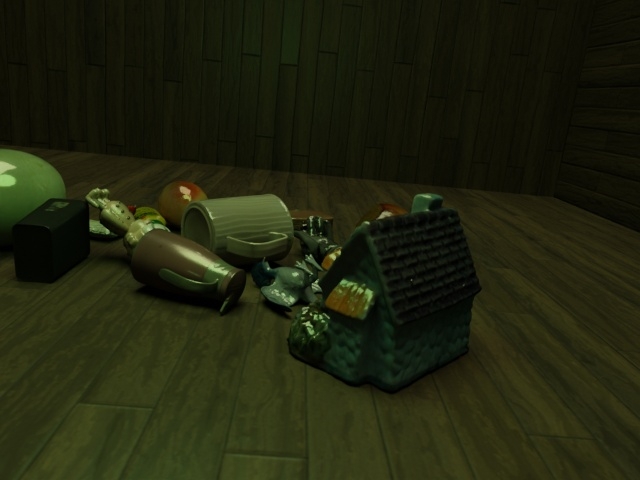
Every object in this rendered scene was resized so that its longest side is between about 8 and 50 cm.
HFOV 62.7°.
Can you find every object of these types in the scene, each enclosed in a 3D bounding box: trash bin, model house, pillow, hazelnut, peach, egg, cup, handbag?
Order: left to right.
[{"bbox_3d":[-0.917,-0.119,1.482,0.279,0.278,0.336,14,15,28],"label":"egg"},{"bbox_3d":[-0.700,-0.002,1.371,0.115,0.165,0.225,5,18,-5],"label":"trash bin"},{"bbox_3d":[-0.753,-0.042,1.698,0.230,0.050,0.128,9,3,3],"label":"pillow"},{"bbox_3d":[-0.482,-0.123,1.876,0.185,0.184,0.184,5,15,-1],"label":"peach"},{"bbox_3d":[-0.226,-0.005,1.526,0.273,0.208,0.288,-8,48,-40],"label":"cup"},{"bbox_3d":[-0.058,-0.072,2.036,0.194,0.072,0.151,-3,17,-26],"label":"handbag"},{"bbox_3d":[0.133,0.071,1.086,0.360,0.338,0.298,-9,23,-43],"label":"model house"},{"bbox_3d":[0.218,-0.018,1.775,0.210,0.209,0.186,-8,-3,-41],"label":"hazelnut"}]

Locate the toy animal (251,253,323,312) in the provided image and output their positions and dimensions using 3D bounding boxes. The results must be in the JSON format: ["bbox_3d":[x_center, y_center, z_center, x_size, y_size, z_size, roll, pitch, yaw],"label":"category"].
[{"bbox_3d":[-0.063,0.115,1.345,0.255,0.176,0.239,49,36,16],"label":"toy animal"}]

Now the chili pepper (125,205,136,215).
[{"bbox_3d":[-0.683,-0.075,1.765,0.191,0.059,0.050,-22,29,26],"label":"chili pepper"}]

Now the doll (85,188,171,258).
[{"bbox_3d":[-0.532,-0.037,1.466,0.278,0.119,0.154,42,6,-8],"label":"doll"}]

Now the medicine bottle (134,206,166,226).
[{"bbox_3d":[-0.554,-0.041,1.725,0.111,0.076,0.309,-21,27,-24],"label":"medicine bottle"}]

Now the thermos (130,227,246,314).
[{"bbox_3d":[-0.316,0.077,1.270,0.265,0.145,0.176,18,12,21],"label":"thermos"}]

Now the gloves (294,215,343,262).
[{"bbox_3d":[-0.001,0.011,1.678,0.143,0.119,0.285,10,25,-29],"label":"gloves"}]
